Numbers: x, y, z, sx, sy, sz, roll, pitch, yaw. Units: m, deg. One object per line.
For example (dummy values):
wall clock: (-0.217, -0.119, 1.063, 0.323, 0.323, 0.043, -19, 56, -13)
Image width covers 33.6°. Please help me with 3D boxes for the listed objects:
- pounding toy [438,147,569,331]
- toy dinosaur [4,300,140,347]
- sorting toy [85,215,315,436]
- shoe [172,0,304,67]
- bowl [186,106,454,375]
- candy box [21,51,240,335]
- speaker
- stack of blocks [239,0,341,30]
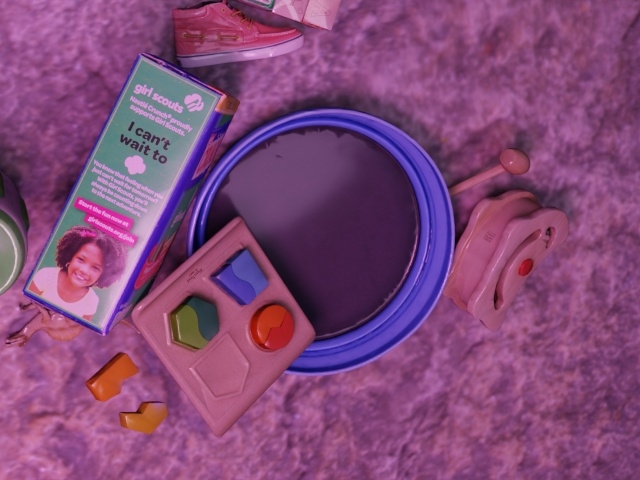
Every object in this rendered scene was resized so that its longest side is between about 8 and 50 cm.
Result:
pounding toy: (0.265, -0.013, 1.618, 0.154, 0.155, 0.269, 7, 113, -48)
toy dinosaur: (-0.348, 0.101, 1.471, 0.183, 0.053, 0.092, -9, 121, -8)
sorting toy: (-0.147, 0.143, 1.391, 0.307, 0.041, 0.229, -44, 117, -30)
shoe: (-0.111, -0.287, 1.431, 0.178, 0.063, 0.081, -11, 112, -10)
bowl: (0.000, 0.000, 1.528, 0.391, 0.077, 0.391, -4, 106, -15)
candy box: (-0.224, -0.065, 1.332, 0.122, 0.268, 0.317, 26, 96, -2)
speaker: (-0.420, -0.016, 1.276, 0.131, 0.296, 0.131, -4, 105, -17)
stack of blocks: (-0.104, -0.404, 1.392, 0.297, 0.087, 0.171, 16, 98, -21)
